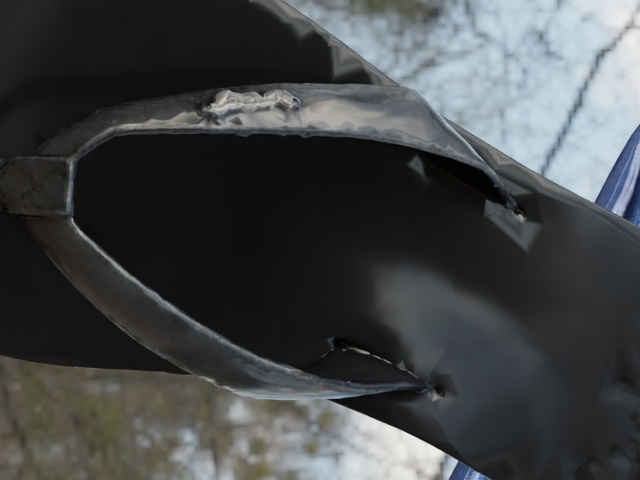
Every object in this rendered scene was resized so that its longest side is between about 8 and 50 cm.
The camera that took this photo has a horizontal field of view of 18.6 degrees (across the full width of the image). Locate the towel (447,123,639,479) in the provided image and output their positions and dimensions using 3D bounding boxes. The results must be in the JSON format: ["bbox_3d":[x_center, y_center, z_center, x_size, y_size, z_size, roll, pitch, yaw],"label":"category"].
[{"bbox_3d":[0.114,0.116,0.705,0.034,0.209,0.285,14,-30,30],"label":"towel"}]

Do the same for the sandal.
[{"bbox_3d":[0.001,-0.001,0.436,0.097,0.254,0.054,-70,-161,4],"label":"sandal"}]
